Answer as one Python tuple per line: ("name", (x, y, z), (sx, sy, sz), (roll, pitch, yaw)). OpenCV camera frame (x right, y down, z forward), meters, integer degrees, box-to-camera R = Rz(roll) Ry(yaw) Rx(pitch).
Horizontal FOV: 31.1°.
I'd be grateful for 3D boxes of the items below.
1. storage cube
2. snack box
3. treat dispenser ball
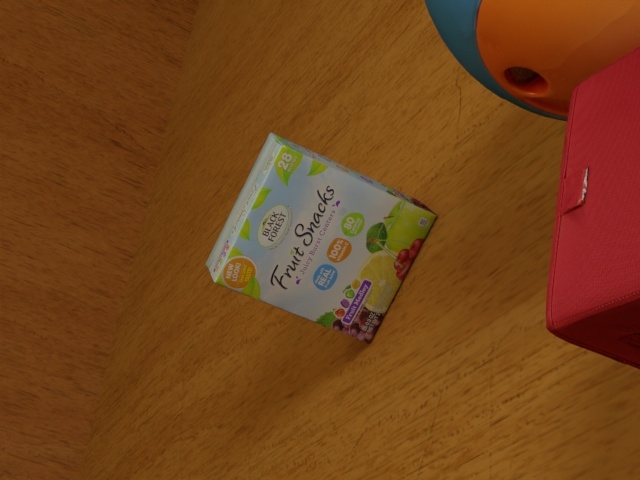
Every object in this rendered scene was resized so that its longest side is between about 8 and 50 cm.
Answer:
("storage cube", (0.274, -0.024, 0.695), (0.193, 0.183, 0.215), (-31, 40, 56))
("snack box", (0.000, 0.000, 1.310), (0.174, 0.207, 0.070), (-64, 20, 10))
("treat dispenser ball", (0.218, -0.236, 0.904), (0.288, 0.288, 0.288), (-51, 26, 36))
